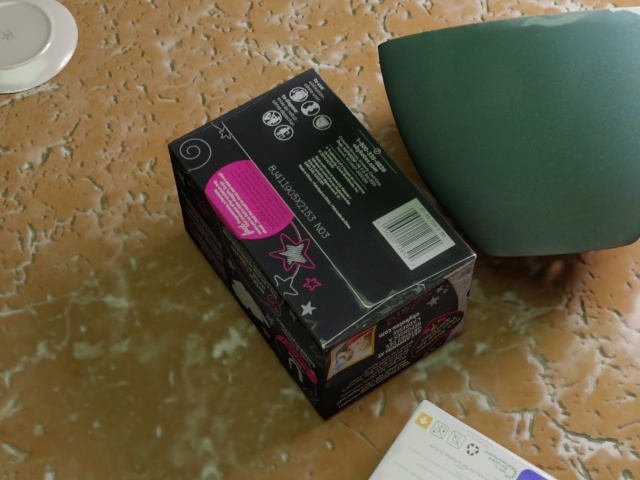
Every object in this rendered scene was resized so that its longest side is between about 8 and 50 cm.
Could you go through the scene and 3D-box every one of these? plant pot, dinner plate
[{"bbox_3d":[0.204,-0.090,1.141,0.290,0.290,0.195,-6,94,-2],"label":"plant pot"},{"bbox_3d":[-0.328,-0.214,1.364,0.141,0.017,0.141,-2,58,3],"label":"dinner plate"}]

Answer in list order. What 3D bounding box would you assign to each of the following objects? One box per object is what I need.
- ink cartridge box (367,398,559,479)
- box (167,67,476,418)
[{"bbox_3d":[0.110,0.263,1.023,0.206,0.045,0.208,30,69,20],"label":"ink cartridge box"},{"bbox_3d":[0.000,0.000,1.142,0.163,0.142,0.247,-30,62,-17],"label":"box"}]
